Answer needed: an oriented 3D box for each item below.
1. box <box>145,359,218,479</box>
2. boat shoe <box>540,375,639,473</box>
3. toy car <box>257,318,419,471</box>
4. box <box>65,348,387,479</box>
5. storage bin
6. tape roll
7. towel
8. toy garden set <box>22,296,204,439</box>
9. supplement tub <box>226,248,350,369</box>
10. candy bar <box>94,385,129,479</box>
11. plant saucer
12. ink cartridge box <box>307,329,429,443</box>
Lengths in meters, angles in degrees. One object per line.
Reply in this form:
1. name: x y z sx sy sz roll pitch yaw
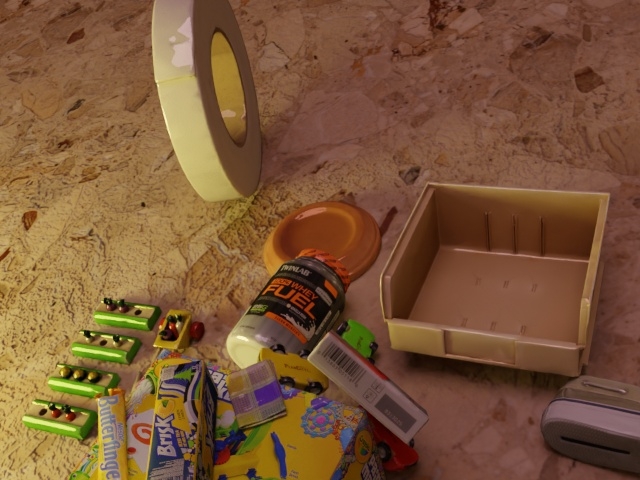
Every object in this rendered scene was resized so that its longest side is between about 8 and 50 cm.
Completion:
1. box: -0.146 0.213 0.839 0.054 0.059 0.169 -10 41 6
2. boat shoe: 0.404 0.216 0.884 0.302 0.109 0.094 11 47 31
3. toy car: 0.029 0.185 1.042 0.239 0.053 0.225 35 27 -4
4. box: -0.116 0.311 0.900 0.289 0.177 0.279 11 49 28
5. storage bin: 0.243 0.044 1.076 0.262 0.123 0.260 6 37 23
6. tape roll: -0.187 -0.260 1.368 0.071 0.392 0.392 -8 43 10
7. towel: -0.074 0.174 0.896 0.060 0.009 0.083 -19 41 -4
8. toy garden set: -0.309 0.184 1.192 0.203 0.049 0.244 5 47 23
9. supplement tub: -0.040 0.108 1.134 0.116 0.117 0.190 13 50 29
10. candy bar: -0.235 0.230 0.883 0.040 0.018 0.162 -18 42 -1
11. plant saucer: 0.000 0.000 1.294 0.199 0.037 0.200 -9 43 8
12. ink cartridge box: 0.060 0.163 0.930 0.145 0.179 0.045 40 94 6
